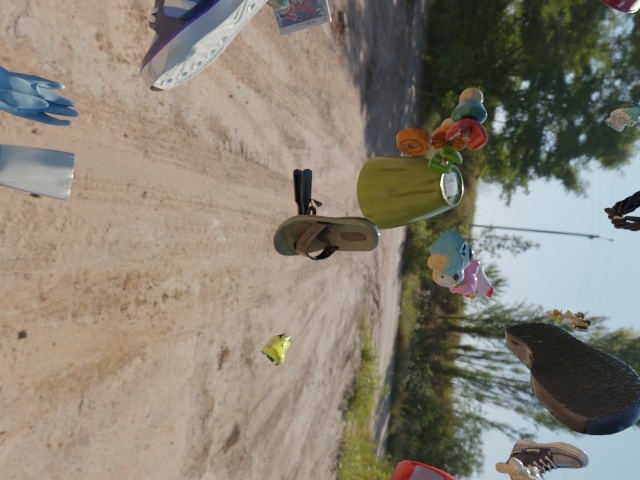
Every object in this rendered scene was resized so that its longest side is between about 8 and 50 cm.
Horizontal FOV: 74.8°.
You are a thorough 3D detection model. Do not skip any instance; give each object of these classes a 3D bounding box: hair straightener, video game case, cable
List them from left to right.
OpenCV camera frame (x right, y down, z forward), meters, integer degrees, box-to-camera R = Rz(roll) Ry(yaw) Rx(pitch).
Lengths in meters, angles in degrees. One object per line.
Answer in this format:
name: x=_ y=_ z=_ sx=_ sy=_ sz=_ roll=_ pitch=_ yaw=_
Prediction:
video game case: x=-0.074 y=-0.790 z=1.368 sx=0.201 sy=0.183 sz=0.023 roll=67 pitch=13 yaw=-54
hair straightener: x=-0.039 y=-0.093 z=1.212 sx=0.047 sy=0.089 sz=0.230 roll=-2 pitch=94 yaw=-46
cable: x=0.791 y=-0.079 z=0.994 sx=0.150 sy=0.184 sz=0.047 roll=-63 pitch=133 yaw=-64

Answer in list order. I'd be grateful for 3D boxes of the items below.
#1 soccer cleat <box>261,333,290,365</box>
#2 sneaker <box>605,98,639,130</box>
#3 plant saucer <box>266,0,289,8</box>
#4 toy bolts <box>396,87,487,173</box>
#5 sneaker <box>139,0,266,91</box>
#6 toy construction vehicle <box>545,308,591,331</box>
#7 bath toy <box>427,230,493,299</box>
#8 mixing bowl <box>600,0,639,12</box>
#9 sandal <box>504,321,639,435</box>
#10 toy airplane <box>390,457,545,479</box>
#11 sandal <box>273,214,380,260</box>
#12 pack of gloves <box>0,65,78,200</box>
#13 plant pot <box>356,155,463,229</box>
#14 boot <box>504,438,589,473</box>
soccer cleat: x=-0.172 y=0.432 z=1.714 sx=0.121 sy=0.093 sz=0.289 roll=-45 pitch=180 yaw=-9
sneaker: x=0.825 y=-0.348 z=1.123 sx=0.076 sy=0.065 sz=0.166 roll=-54 pitch=169 yaw=17
plant saucer: x=-0.140 y=-0.661 z=1.126 sx=0.021 sy=0.119 sz=0.119 roll=-57 pitch=164 yaw=5
toy bolts: x=0.344 y=-0.321 z=1.152 sx=0.228 sy=0.218 sz=0.158 roll=147 pitch=-41 yaw=-65
sneaker: x=-0.248 y=-0.448 z=0.717 sx=0.236 sy=0.323 sz=0.130 roll=48 pitch=10 yaw=-8
toy construction vehicle: x=0.645 y=0.197 z=1.079 sx=0.086 sy=0.098 sz=0.035 roll=-65 pitch=166 yaw=-74
bath toy: x=0.442 y=0.104 z=1.294 sx=0.151 sy=0.129 sz=0.348 roll=-48 pitch=139 yaw=8
mixing bowl: x=0.446 y=-0.439 z=0.605 sx=0.098 sy=0.181 sz=0.181 roll=135 pitch=-28 yaw=-60
sandal: x=0.282 y=0.154 z=0.481 sx=0.254 sy=0.097 sz=0.054 roll=-19 pitch=102 yaw=-75
toy airplane: x=0.326 y=0.570 z=0.705 sx=0.386 sy=0.384 sz=0.272 roll=-100 pitch=-149 yaw=-50
sandal: x=0.001 y=-0.001 z=1.066 sx=0.120 sy=0.303 sz=0.086 roll=65 pitch=36 yaw=-32
pack of gloves: x=-0.487 y=-0.170 z=0.607 sx=0.232 sy=0.046 sz=0.195 roll=12 pitch=70 yaw=-43
plant pot: x=0.324 y=-0.176 z=1.447 sx=0.275 sy=0.293 sz=0.275 roll=0 pitch=90 yaw=-41
boot: x=0.543 y=0.539 z=1.011 sx=0.086 sy=0.069 sz=0.190 roll=-35 pitch=179 yaw=-33
